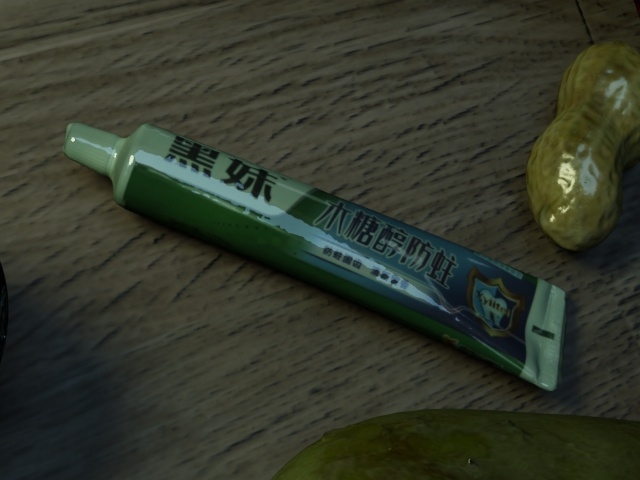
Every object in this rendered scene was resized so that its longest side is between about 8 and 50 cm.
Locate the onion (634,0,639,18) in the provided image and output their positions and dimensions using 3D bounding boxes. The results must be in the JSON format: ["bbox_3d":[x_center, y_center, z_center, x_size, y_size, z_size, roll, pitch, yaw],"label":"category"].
[{"bbox_3d":[0.332,-0.279,0.866,0.347,0.348,0.385,8,102,-9],"label":"onion"}]

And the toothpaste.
[{"bbox_3d":[0.000,0.000,0.769,0.392,0.061,0.099,22,49,-4],"label":"toothpaste"}]

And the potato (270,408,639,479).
[{"bbox_3d":[0.128,0.218,0.601,0.359,0.219,0.270,-2,40,-17],"label":"potato"}]

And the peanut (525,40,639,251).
[{"bbox_3d":[0.216,-0.074,0.848,0.089,0.089,0.193,28,66,1],"label":"peanut"}]

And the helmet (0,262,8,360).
[{"bbox_3d":[-0.284,0.043,0.606,0.215,0.193,0.189,4,66,4],"label":"helmet"}]
